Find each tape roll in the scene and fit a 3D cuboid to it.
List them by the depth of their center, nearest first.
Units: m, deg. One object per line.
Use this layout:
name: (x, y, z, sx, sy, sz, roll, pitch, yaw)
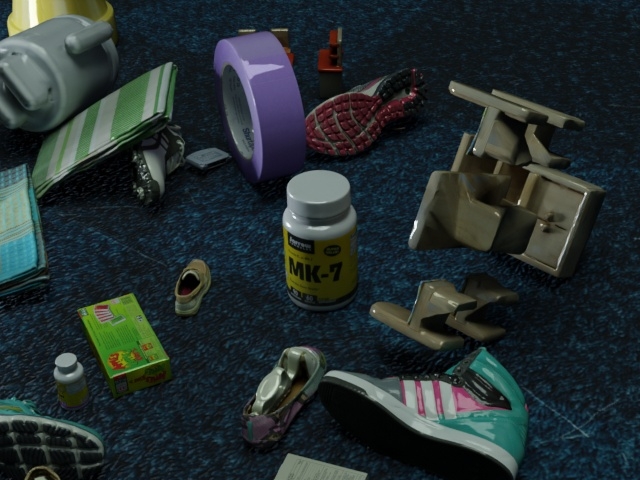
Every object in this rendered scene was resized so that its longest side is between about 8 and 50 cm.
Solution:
tape roll: (-0.117, -0.250, 2.040, 0.090, 0.274, 0.275, -14, 37, -17)

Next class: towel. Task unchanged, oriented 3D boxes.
towel: (-0.623, -0.002, 1.897, 0.271, 0.040, 0.370, -17, 38, -8)
towel: (-0.416, -0.214, 2.088, 0.325, 0.038, 0.248, -29, 32, 16)

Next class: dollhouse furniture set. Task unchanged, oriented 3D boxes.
dollhouse furniture set: (0.237, -0.058, 1.702, 0.256, 0.362, 0.394, 27, 17, 33)
dollhouse furniture set: (-0.080, -0.385, 2.348, 0.259, 0.135, 0.262, -1, 35, 2)

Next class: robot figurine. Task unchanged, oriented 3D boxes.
robot figurine: (-0.552, -0.352, 2.254, 0.300, 0.200, 0.353, -29, 11, 31)

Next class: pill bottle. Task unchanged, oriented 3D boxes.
pill bottle: (-0.364, 0.205, 1.578, 0.043, 0.083, 0.043, -2, 35, 1)
pill bottle: (0.000, 0.000, 1.738, 0.119, 0.208, 0.119, -2, 35, 1)

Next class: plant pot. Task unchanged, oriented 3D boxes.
plant pot: (-0.618, -0.568, 2.551, 0.254, 0.239, 0.254, -1, 34, 1)

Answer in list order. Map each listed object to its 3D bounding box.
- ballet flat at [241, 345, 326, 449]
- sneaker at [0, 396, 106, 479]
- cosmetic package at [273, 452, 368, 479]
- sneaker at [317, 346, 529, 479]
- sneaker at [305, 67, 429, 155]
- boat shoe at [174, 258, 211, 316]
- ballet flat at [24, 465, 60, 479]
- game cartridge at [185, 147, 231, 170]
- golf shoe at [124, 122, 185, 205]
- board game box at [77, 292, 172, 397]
ballet flat: (-0.050, 0.205, 1.564, 0.077, 0.079, 0.221, 13, 38, 21)
sneaker: (-0.419, 0.258, 1.499, 0.275, 0.107, 0.110, 9, 27, 15)
cosmetic package: (0.000, 0.326, 1.424, 0.115, 0.041, 0.060, 12, 38, 19)
sneaker: (0.160, 0.213, 1.499, 0.295, 0.124, 0.178, 23, 47, 19)
sneaker: (0.082, -0.252, 2.191, 0.299, 0.121, 0.112, -26, 13, -28)
boat shoe: (-0.211, 0.069, 1.794, 0.050, 0.045, 0.135, 0, 35, 3)
ballet flat: (-0.346, 0.365, 1.366, 0.073, 0.067, 0.206, -15, 37, -17)
game cartridge: (-0.223, -0.161, 2.134, 0.056, 0.017, 0.083, 30, 35, 30)
golf shoe: (-0.313, -0.165, 2.086, 0.120, 0.105, 0.273, -2, 36, -14)
board game box: (-0.304, 0.159, 1.674, 0.092, 0.043, 0.181, -17, 38, -19)
